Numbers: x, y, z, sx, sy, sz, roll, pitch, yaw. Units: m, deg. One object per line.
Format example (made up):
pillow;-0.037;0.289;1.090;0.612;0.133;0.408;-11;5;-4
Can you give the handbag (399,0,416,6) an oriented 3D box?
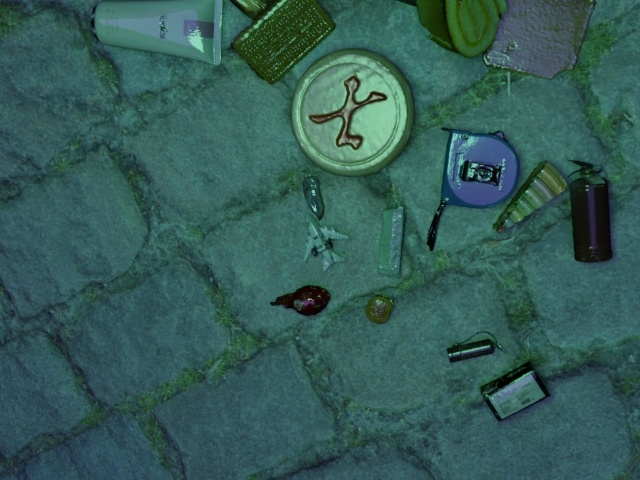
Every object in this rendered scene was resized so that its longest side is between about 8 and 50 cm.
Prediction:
handbag;0.268;-0.732;1.553;0.175;0.088;0.271;34;105;11

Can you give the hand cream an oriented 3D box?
hand cream;-0.454;-0.600;1.699;0.358;0.118;0.186;5;102;3

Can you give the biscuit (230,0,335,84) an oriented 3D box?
biscuit;-0.100;-0.550;1.627;0.254;0.029;0.172;-37;132;16

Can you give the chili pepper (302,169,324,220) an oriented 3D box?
chili pepper;-0.021;-0.130;1.738;0.050;0.041;0.153;1;105;54

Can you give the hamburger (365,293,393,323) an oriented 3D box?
hamburger;0.172;0.200;1.762;0.076;0.044;0.083;18;106;8

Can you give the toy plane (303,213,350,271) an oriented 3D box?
toy plane;0.000;0.000;1.748;0.162;0.065;0.171;-28;99;26

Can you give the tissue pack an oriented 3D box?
tissue pack;0.549;0.428;1.710;0.170;0.090;0.103;-32;94;13

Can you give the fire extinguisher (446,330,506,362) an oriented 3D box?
fire extinguisher;0.443;0.305;1.733;0.157;0.045;0.078;-16;75;14

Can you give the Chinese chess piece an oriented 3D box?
Chinese chess piece;0.085;-0.340;1.625;0.337;0.140;0.339;2;101;11

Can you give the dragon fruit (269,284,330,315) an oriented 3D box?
dragon fruit;-0.065;0.185;1.784;0.190;0.094;0.094;-11;98;17

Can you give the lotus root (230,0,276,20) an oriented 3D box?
lotus root;-0.207;-0.725;1.589;0.193;0.193;0.291;-44;90;15

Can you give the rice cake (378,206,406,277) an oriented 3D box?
rice cake;0.201;0.001;1.708;0.069;0.063;0.207;5;100;16

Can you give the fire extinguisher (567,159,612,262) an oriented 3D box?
fire extinguisher;0.701;-0.081;1.579;0.104;0.105;0.269;-6;100;12

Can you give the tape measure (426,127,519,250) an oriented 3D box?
tape measure;0.410;-0.124;1.631;0.215;0.098;0.352;8;104;10

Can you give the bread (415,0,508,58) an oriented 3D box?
bread;0.341;-0.587;1.492;0.186;0.124;0.257;-44;126;-3

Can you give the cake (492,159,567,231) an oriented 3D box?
cake;0.553;-0.098;1.599;0.090;0.109;0.225;36;104;2

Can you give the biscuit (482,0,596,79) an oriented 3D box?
biscuit;0.562;-0.544;1.561;0.236;0.013;0.232;16;103;8
